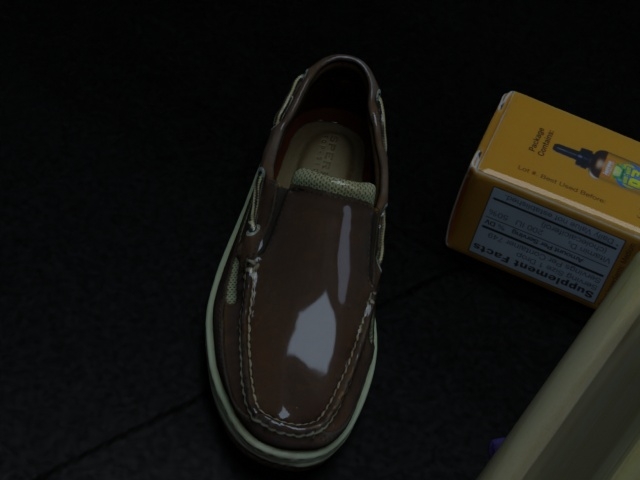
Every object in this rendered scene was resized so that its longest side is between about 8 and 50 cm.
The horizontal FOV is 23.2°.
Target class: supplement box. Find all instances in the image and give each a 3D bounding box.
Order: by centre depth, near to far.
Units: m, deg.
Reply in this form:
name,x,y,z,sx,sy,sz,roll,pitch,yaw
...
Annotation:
name,x,y,z,sx,sy,sz,roll,pitch,yaw
supplement box,0.196,0.001,0.917,0.233,0.080,0.078,25,49,5

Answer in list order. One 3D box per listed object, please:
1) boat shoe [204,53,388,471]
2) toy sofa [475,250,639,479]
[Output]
name,x,y,z,sx,sy,sz,roll,pitch,yaw
boat shoe,-0.008,-0.002,0.855,0.095,0.095,0.257,9,49,-6
toy sofa,0.248,0.157,0.660,0.363,0.150,0.177,31,17,-5
